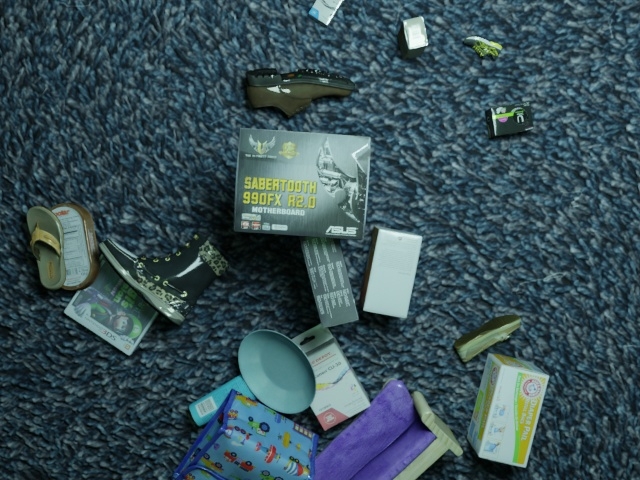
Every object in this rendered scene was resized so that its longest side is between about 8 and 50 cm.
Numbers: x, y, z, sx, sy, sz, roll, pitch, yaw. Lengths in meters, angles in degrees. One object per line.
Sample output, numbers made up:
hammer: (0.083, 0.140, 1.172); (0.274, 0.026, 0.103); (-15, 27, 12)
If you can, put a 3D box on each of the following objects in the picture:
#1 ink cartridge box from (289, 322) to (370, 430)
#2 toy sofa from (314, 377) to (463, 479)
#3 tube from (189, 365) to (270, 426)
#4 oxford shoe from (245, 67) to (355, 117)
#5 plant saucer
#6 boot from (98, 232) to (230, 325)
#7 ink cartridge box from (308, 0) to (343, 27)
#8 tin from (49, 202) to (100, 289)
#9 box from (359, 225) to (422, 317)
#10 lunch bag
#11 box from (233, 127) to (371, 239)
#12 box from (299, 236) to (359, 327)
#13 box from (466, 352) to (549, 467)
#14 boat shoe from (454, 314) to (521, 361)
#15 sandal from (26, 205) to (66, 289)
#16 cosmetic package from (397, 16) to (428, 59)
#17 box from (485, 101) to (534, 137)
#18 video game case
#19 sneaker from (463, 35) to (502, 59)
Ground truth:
ink cartridge box: (0.009, 0.290, 1.446); (0.115, 0.067, 0.198); (-30, 93, 2)
toy sofa: (0.104, 0.477, 1.418); (0.362, 0.150, 0.177); (-44, 94, 3)
tube: (-0.182, 0.332, 1.461); (0.207, 0.052, 0.080); (-27, 101, -4)
oxford shoe: (-0.041, -0.310, 1.412); (0.227, 0.083, 0.096); (0, 116, -2)
plant saucer: (-0.083, 0.266, 1.400); (0.195, 0.037, 0.194); (13, 117, 27)
boot: (-0.326, 0.042, 1.413); (0.236, 0.085, 0.178); (43, 75, 0)
ink cartridge box: (0.016, -0.498, 1.414); (0.048, 0.028, 0.083); (32, 93, -2)
tin: (-0.532, 0.013, 1.432); (0.106, 0.040, 0.189); (-11, 88, 4)
box: (0.144, 0.062, 1.401); (0.091, 0.130, 0.170); (11, 93, -2)
lunch bag: (-0.176, 0.498, 1.433); (0.221, 0.138, 0.293); (32, 114, -10)
box: (-0.032, -0.099, 1.186); (0.231, 0.056, 0.183); (5, 94, 0)
box: (0.000, 0.000, 1.341); (0.077, 0.242, 0.307); (-14, 93, 1)
box: (0.396, 0.357, 1.429); (0.103, 0.114, 0.203); (13, 92, -1)
boat shoe: (0.366, 0.210, 1.451); (0.153, 0.056, 0.048); (-29, 103, 3)
sandal: (-0.572, 0.015, 1.394); (0.072, 0.049, 0.180); (-10, 88, 8)
cosmetic package: (0.188, -0.413, 1.377); (0.041, 0.115, 0.060); (-12, 93, 2)
box: (0.398, -0.255, 1.420); (0.083, 0.052, 0.062); (-10, 93, -1)
video game case: (-0.433, 0.125, 1.457); (0.173, 0.022, 0.190); (34, 93, -2)
sneaker: (0.342, -0.406, 1.420); (0.083, 0.031, 0.035); (15, 94, -1)
